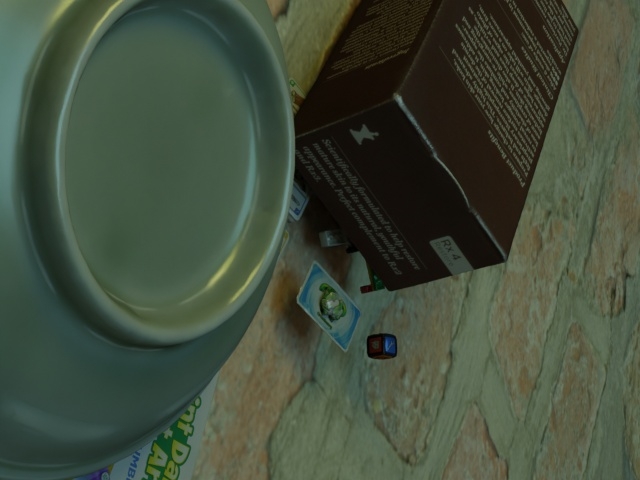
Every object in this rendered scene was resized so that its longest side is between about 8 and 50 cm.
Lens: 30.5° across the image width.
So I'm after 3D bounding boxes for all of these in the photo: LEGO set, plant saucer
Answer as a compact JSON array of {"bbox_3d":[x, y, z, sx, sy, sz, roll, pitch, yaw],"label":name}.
[{"bbox_3d":[0.000,0.000,1.075,0.244,0.060,0.182,48,47,-28],"label":"LEGO set"},{"bbox_3d":[-0.114,-0.049,0.693,0.400,0.100,0.400,-12,105,-54],"label":"plant saucer"}]

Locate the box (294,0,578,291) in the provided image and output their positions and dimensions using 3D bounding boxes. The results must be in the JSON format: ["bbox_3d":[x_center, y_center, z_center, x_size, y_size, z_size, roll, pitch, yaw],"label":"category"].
[{"bbox_3d":[0.122,-0.153,1.137,0.191,0.143,0.381,53,39,-25],"label":"box"}]

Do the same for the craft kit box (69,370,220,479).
[{"bbox_3d":[-0.163,0.069,0.792,0.246,0.061,0.250,45,50,-49],"label":"craft kit box"}]
